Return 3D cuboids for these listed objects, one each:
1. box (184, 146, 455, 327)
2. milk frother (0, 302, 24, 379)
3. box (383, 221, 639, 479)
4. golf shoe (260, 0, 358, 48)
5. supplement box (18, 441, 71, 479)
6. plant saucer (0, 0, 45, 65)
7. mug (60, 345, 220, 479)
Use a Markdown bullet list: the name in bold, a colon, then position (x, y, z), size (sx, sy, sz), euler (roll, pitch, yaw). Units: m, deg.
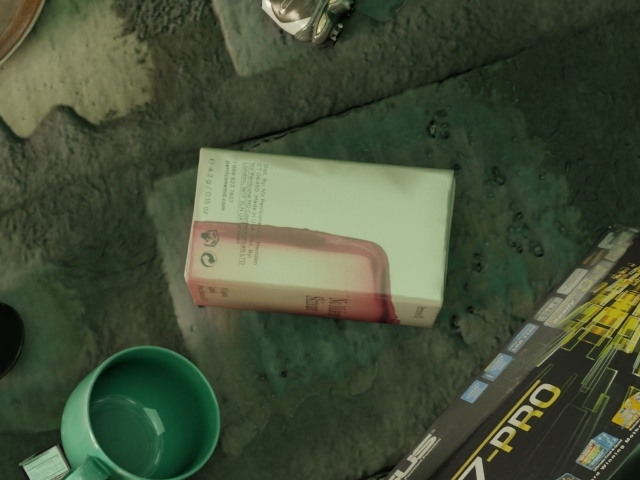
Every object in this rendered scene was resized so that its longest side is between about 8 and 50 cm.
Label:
- **box**: position (0.000, 0.000, 1.814), size (0.232, 0.148, 0.127), euler (6, 79, 1)
- **milk frother**: position (-0.367, 0.096, 1.800), size (0.129, 0.135, 0.143), euler (12, 74, 33)
- **box**: position (0.225, 0.168, 1.699), size (0.395, 0.318, 0.097), euler (-47, 107, -8)
- **golf shoe**: position (0.014, -0.285, 1.907), size (0.094, 0.077, 0.198), euler (27, 79, 5)
- **supplement box**: position (-0.236, 0.232, 1.815), size (0.043, 0.055, 0.083), euler (-29, 80, -5)
- **plant saucer**: position (-0.408, -0.272, 1.916), size (0.310, 0.050, 0.311), euler (0, 80, 0)
- **mug**: position (-0.180, 0.171, 1.788), size (0.157, 0.097, 0.129), euler (-6, 72, -31)
